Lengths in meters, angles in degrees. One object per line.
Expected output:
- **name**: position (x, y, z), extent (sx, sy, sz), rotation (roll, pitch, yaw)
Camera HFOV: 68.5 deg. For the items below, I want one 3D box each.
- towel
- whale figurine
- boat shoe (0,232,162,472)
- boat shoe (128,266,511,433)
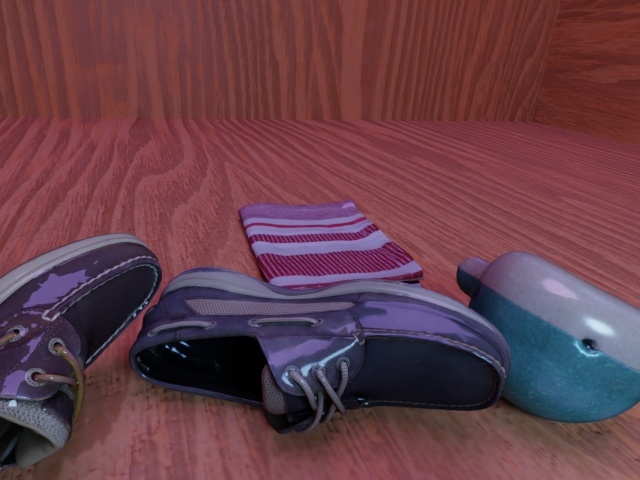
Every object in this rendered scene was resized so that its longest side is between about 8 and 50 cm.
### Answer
- **towel**: position (0.000, 0.000, 0.800), extent (0.237, 0.037, 0.329), rotation (-4, 25, -17)
- **whale figurine**: position (0.238, 0.101, 0.517), extent (0.216, 0.141, 0.272), rotation (29, 5, 9)
- **boat shoe**: position (-0.231, 0.120, 0.352), extent (0.123, 0.123, 0.342), rotation (24, 40, 18)
- **boat shoe**: position (-0.013, 0.118, 0.437), extent (0.356, 0.132, 0.130), rotation (3, 31, 18)
